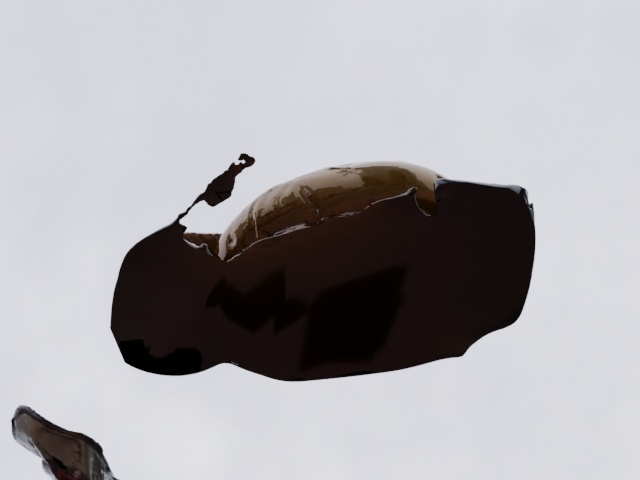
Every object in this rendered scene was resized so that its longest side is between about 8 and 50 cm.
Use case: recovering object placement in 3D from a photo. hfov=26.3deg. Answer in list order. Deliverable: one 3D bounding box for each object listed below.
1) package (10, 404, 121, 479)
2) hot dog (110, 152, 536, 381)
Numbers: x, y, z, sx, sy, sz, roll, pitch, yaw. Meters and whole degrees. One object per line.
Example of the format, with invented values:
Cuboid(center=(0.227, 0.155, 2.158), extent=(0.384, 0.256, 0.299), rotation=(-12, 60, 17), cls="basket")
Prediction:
Cuboid(center=(-0.179, 0.227, 1.140), extent=(0.166, 0.040, 0.232), rotation=(32, -27, 20), cls="package")
Cuboid(center=(0.003, 0.005, 1.076), extent=(0.326, 0.107, 0.194), rotation=(3, -65, 8), cls="hot dog")
